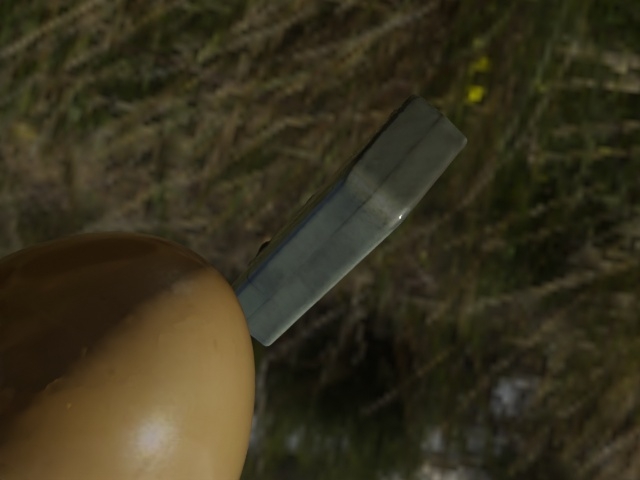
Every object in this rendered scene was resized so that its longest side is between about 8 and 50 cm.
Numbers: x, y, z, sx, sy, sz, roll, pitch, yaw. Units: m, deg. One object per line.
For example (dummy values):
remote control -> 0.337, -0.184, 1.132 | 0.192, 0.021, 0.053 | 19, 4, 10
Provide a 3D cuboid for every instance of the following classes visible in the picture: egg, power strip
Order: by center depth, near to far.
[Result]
egg -> -0.137, 0.104, 1.011 | 0.201, 0.244, 0.201 | 39, -171, -7
power strip -> 0.000, 0.000, 1.295 | 0.053, 0.093, 0.288 | 41, 148, -2
